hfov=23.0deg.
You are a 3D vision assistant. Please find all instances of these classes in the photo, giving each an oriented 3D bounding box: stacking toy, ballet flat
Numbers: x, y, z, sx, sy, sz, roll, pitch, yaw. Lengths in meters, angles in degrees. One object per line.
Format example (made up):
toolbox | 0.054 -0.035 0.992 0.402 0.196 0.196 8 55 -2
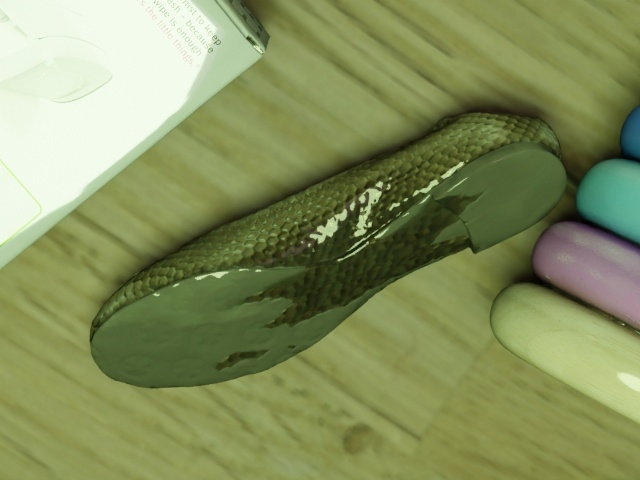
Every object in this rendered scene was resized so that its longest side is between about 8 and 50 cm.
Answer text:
stacking toy | 0.212 -0.069 0.733 0.141 0.141 0.330 28 91 -7
ballet flat | 0.000 0.000 0.770 0.250 0.058 0.084 -26 136 8

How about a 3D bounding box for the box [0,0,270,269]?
box | -0.192 -0.117 0.698 0.231 0.127 0.262 -40 100 4
